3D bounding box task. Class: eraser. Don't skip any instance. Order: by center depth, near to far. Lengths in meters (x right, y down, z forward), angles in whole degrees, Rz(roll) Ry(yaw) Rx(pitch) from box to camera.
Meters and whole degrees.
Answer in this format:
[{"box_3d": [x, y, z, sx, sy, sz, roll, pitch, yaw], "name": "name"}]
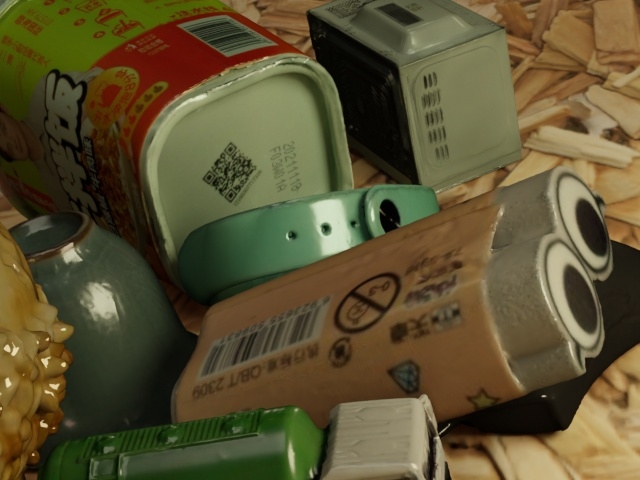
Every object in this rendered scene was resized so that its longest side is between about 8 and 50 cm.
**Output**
[{"box_3d": [0.043, 0.058, 0.972, 0.290, 0.087, 0.171, -23, 31, 31], "name": "eraser"}]

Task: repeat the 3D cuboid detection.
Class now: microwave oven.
[{"box_3d": [0.086, -0.154, 1.431, 0.122, 0.162, 0.208, -22, 30, -16], "name": "microwave oven"}]

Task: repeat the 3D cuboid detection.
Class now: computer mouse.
[{"box_3d": [0.153, 0.052, 1.051, 0.147, 0.088, 0.264, 5, 33, 41], "name": "computer mouse"}]

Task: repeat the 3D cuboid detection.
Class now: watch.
[{"box_3d": [0.000, 0.000, 1.164, 0.195, 0.068, 0.237, -17, -8, 35], "name": "watch"}]

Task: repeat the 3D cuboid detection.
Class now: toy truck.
[{"box_3d": [-0.042, 0.159, 0.874, 0.242, 0.125, 0.101, -9, 24, 10], "name": "toy truck"}]

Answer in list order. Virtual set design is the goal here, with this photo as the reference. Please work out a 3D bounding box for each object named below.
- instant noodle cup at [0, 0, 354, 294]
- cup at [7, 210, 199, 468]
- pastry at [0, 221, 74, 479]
[{"box_3d": [-0.140, -0.102, 1.349, 0.294, 0.294, 0.308, -26, 34, -25], "name": "instant noodle cup"}, {"box_3d": [-0.194, 0.060, 1.135, 0.199, 0.150, 0.199, -12, 25, 6], "name": "cup"}, {"box_3d": [-0.321, 0.128, 0.893, 0.409, 0.245, 0.409, -41, 20, 19], "name": "pastry"}]
